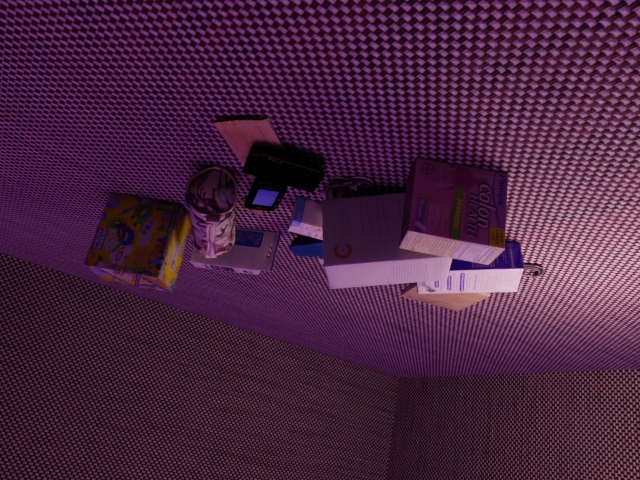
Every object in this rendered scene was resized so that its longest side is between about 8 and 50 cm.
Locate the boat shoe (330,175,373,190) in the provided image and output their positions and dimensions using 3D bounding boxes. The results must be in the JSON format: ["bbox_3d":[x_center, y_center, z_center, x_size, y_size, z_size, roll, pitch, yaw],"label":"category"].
[{"bbox_3d":[0.087,-0.159,1.476,0.125,0.038,0.046,5,156,15],"label":"boat shoe"}]

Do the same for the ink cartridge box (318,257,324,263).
[{"bbox_3d":[0.038,0.076,2.059,0.083,0.028,0.048,5,155,14],"label":"ink cartridge box"}]

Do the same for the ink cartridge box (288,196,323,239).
[{"bbox_3d":[-0.021,-0.068,1.672,0.143,0.090,0.092,15,157,-8],"label":"ink cartridge box"}]

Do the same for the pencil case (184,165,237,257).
[{"bbox_3d":[-0.356,-0.074,1.699,0.159,0.184,0.410,13,158,-6],"label":"pencil case"}]

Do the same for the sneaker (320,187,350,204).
[{"bbox_3d":[0.050,-0.104,1.599,0.083,0.070,0.186,14,153,17],"label":"sneaker"}]

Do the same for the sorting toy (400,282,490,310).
[{"bbox_3d":[0.482,0.175,2.007,0.256,0.090,0.255,16,157,-9],"label":"sorting toy"}]

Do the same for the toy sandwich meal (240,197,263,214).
[{"bbox_3d":[-0.229,-0.114,1.738,0.085,0.029,0.086,9,157,4],"label":"toy sandwich meal"}]

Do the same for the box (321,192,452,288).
[{"bbox_3d":[0.183,0.000,1.481,0.344,0.215,0.168,-5,152,5],"label":"box"}]

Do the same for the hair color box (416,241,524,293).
[{"bbox_3d":[0.491,0.096,1.738,0.338,0.110,0.185,-4,150,11],"label":"hair color box"}]

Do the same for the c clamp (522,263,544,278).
[{"bbox_3d":[0.712,0.112,1.846,0.160,0.022,0.137,1,150,25],"label":"c clamp"}]

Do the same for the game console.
[{"bbox_3d":[-0.131,-0.161,1.521,0.213,0.044,0.361,15,157,-13],"label":"game console"}]

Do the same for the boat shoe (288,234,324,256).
[{"bbox_3d":[0.000,0.000,1.835,0.258,0.089,0.109,4,144,30],"label":"boat shoe"}]

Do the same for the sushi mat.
[{"bbox_3d":[-0.165,-0.240,1.428,0.151,0.019,0.317,3,156,17],"label":"sushi mat"}]

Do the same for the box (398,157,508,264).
[{"bbox_3d":[0.341,-0.075,1.327,0.242,0.214,0.117,11,158,1],"label":"box"}]

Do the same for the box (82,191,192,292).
[{"bbox_3d":[-0.655,0.008,1.886,0.278,0.290,0.177,10,158,5],"label":"box"}]

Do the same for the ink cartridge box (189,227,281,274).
[{"bbox_3d":[-0.315,0.036,1.956,0.332,0.166,0.065,7,157,13],"label":"ink cartridge box"}]
